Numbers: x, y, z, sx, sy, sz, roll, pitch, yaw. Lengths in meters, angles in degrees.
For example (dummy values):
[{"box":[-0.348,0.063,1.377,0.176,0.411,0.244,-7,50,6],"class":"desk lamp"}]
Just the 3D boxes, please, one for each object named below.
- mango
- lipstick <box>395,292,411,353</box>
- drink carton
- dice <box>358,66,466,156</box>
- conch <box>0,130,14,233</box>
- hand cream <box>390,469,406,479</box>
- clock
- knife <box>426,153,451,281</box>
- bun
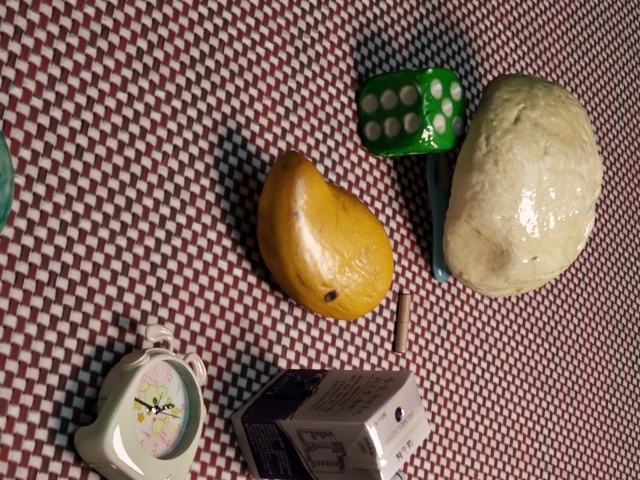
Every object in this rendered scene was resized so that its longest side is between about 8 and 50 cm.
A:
[{"box":[-0.004,0.000,1.874,0.295,0.120,0.177,45,60,-40],"class":"mango"},{"box":[0.129,0.130,2.124,0.019,0.019,0.094,24,68,-50],"class":"lipstick"},{"box":[0.015,0.241,1.784,0.134,0.222,0.102,-37,116,-49],"class":"drink carton"},{"box":[0.140,-0.195,2.076,0.120,0.128,0.131,-5,91,-53],"class":"dice"},{"box":[-0.391,-0.061,1.332,0.202,0.134,0.196,29,63,-50],"class":"conch"},{"box":[0.069,0.387,1.997,0.170,0.043,0.065,-29,96,-50],"class":"hand cream"},{"box":[-0.203,0.202,1.626,0.151,0.062,0.191,49,49,-39],"class":"clock"},{"box":[0.192,-0.042,2.218,0.064,0.031,0.222,-10,99,-58],"class":"knife"},{"box":[0.331,-0.084,2.171,0.349,0.227,0.352,69,34,-69],"class":"bun"}]
